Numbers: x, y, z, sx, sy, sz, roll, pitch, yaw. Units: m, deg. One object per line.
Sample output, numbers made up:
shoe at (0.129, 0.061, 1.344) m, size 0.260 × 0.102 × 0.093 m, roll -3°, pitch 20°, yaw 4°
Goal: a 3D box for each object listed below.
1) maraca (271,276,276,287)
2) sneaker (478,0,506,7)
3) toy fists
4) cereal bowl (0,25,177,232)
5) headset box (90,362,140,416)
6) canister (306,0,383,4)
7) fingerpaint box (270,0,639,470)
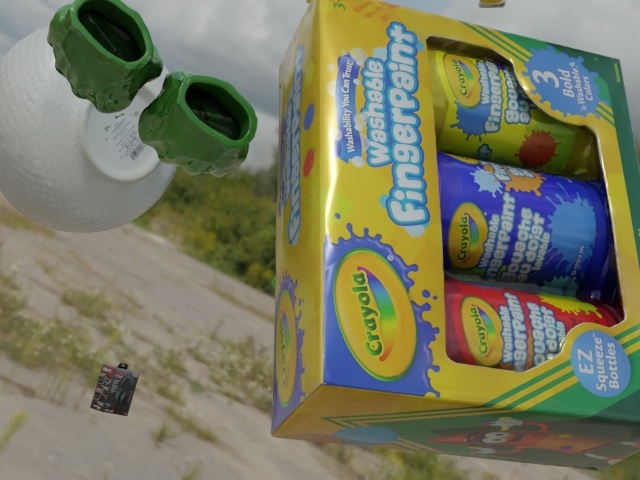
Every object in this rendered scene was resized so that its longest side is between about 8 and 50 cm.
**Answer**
maraca at (0.000, 0.000, 1.284) m, size 0.099 × 0.185 × 0.127 m, roll 39°, pitch 38°, yaw -17°
sneaker at (0.337, -0.518, 1.939) m, size 0.069 × 0.084 × 0.185 m, roll 0°, pitch 32°, yaw 4°
toy fists at (-0.203, -0.181, 1.195) m, size 0.279 × 0.096 × 0.142 m, roll 36°, pitch -31°, yaw -15°
cereal bowl at (-0.343, -0.176, 1.554) m, size 0.141 × 0.339 × 0.339 m, roll 6°, pitch -17°, yaw 44°
headset box at (-0.337, 0.243, 1.639) m, size 0.032 × 0.083 × 0.062 m, roll 11°, pitch -10°, yaw 34°
canister at (0.063, -0.466, 1.976) m, size 0.170 × 0.126 × 0.073 m, roll 41°, pitch -48°, yaw -6°
fingerpaint box at (0.147, -0.013, 1.035) m, size 0.371 × 0.445 × 0.163 m, roll 10°, pitch -30°, yaw -16°
